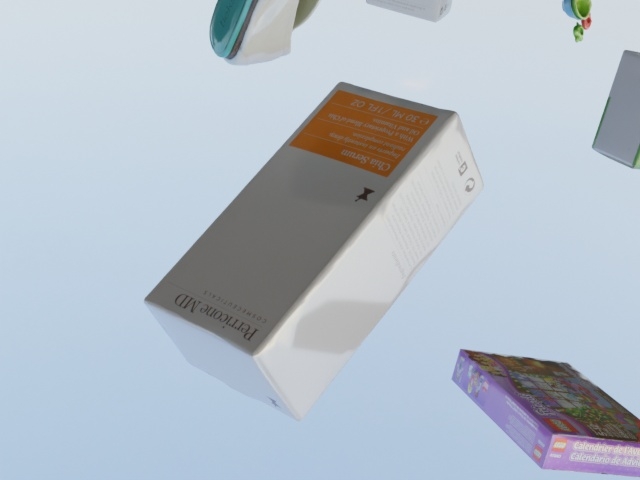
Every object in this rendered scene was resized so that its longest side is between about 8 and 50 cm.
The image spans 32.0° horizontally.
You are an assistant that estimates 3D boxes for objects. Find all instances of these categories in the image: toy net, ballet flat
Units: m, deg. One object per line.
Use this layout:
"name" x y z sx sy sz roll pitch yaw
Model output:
"toy net" 0.571 -0.531 2.359 0.045 0.122 0.232 -3 -133 42
"ballet flat" -0.033 -0.396 1.471 0.139 0.400 0.139 14 -136 -14

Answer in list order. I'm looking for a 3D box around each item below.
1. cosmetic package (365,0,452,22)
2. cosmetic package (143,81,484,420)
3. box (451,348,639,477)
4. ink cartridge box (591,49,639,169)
"cosmetic package" 0.146 -0.442 1.599 0.117 0.231 0.085 19 -150 14
"cosmetic package" 0.000 0.000 1.558 0.230 0.161 0.453 21 -118 39
"box" 0.342 0.246 1.616 0.201 0.057 0.293 9 -166 -21
"ink cartridge box" 0.534 -0.190 1.684 0.219 0.160 0.092 2 -158 -38
